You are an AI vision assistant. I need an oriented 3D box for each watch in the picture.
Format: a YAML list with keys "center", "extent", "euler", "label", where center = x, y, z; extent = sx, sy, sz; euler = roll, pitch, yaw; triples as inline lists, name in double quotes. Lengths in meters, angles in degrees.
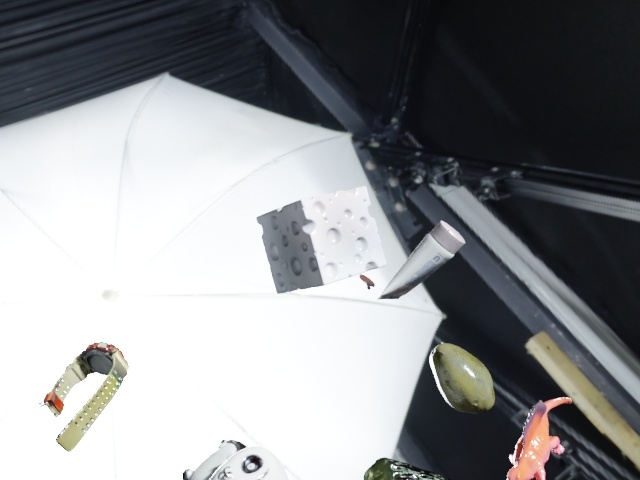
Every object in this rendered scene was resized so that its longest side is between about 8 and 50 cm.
- center: [-0.541, 0.347, 1.364]
  extent: [0.165, 0.268, 0.102]
  euler: [-8, -57, 29]
  label: "watch"

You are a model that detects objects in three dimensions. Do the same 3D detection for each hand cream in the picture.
- center: [0.252, 0.065, 1.530]
  extent: [0.083, 0.248, 0.133]
  euler: [51, 18, 26]
  label: "hand cream"

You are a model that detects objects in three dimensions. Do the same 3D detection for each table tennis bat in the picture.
- center: [0.125, 0.112, 1.615]
  extent: [0.050, 0.007, 0.083]
  euler: [31, 15, -10]
  label: "table tennis bat"

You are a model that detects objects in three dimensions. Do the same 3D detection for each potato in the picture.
- center: [0.418, 0.411, 1.800]
  extent: [0.235, 0.160, 0.178]
  euler: [53, -20, 10]
  label: "potato"

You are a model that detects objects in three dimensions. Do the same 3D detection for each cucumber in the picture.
- center: [0.207, 0.421, 0.972]
  extent: [0.300, 0.072, 0.072]
  euler: [26, -13, -20]
  label: "cucumber"

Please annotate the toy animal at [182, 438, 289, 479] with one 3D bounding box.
- center: [-0.197, 0.640, 1.524]
  extent: [0.310, 0.251, 0.250]
  euler: [-4, -69, 63]
  label: "toy animal"

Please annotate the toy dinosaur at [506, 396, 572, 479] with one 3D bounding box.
- center: [0.377, 0.319, 1.048]
  extent: [0.070, 0.286, 0.138]
  euler: [5, -58, 39]
  label: "toy dinosaur"

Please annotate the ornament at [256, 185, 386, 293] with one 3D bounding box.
- center: [0.000, 0.000, 1.723]
  extent: [0.239, 0.240, 0.239]
  euler: [-15, -90, 52]
  label: "ornament"
